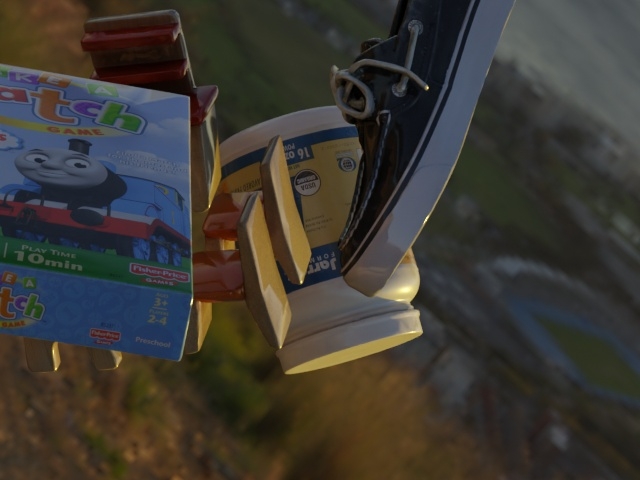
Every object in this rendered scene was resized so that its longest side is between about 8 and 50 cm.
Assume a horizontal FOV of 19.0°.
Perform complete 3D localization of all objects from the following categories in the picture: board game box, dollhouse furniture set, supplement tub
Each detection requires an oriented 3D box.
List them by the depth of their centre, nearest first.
[{"bbox_3d":[-0.139,-0.024,0.874,0.160,0.039,0.211,9,25,-9],"label":"board game box"},{"bbox_3d":[-0.145,-0.036,1.256,0.259,0.262,0.135,-72,154,-58],"label":"dollhouse furniture set"},{"bbox_3d":[0.000,0.000,1.609,0.144,0.144,0.199,2,70,-64],"label":"supplement tub"}]

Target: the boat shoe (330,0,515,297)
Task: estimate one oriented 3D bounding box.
[{"bbox_3d":[0.060,-0.111,1.414,0.105,0.306,0.113,24,-11,-7],"label":"boat shoe"}]
